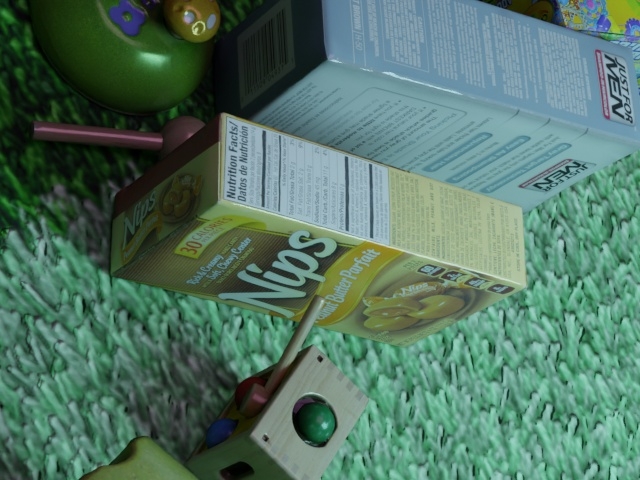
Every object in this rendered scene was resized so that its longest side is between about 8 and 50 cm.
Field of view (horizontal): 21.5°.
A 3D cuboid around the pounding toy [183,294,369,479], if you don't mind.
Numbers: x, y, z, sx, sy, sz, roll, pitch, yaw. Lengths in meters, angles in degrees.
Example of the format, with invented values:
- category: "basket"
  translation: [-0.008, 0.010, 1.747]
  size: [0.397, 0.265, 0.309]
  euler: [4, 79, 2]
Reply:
- category: "pounding toy"
  translation: [-0.034, 0.140, 1.400]
  size: [0.100, 0.141, 0.130]
  euler: [45, 50, -11]

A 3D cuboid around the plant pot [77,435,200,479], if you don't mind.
- category: "plant pot"
  translation: [-0.111, 0.291, 1.220]
  size: [0.254, 0.276, 0.276]
  euler: [48, 49, 5]

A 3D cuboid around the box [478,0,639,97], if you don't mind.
- category: "box"
  translation: [0.277, -0.302, 1.804]
  size: [0.290, 0.177, 0.279]
  euler: [1, 70, -37]

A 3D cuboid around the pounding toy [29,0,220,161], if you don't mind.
- category: "pounding toy"
  translation: [-0.153, -0.190, 1.480]
  size: [0.183, 0.110, 0.237]
  euler: [14, 62, -31]

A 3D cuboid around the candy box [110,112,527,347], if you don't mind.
- category: "candy box"
  translation: [0.000, 0.000, 1.460]
  size: [0.316, 0.183, 0.087]
  euler: [15, 61, -31]

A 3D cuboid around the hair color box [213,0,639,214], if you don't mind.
- category: "hair color box"
  translation: [0.106, -0.138, 1.598]
  size: [0.374, 0.185, 0.113]
  euler: [12, 63, -32]
